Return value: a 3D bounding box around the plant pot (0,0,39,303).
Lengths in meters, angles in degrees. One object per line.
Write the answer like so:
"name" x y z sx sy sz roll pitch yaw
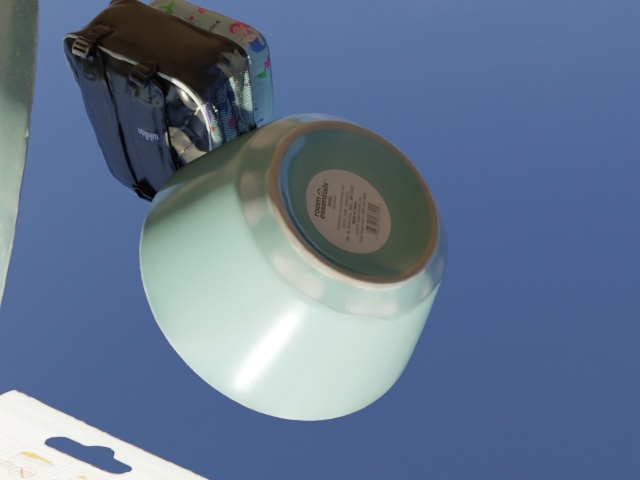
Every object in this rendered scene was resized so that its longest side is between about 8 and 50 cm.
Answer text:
"plant pot" -0.277 -0.051 0.558 0.196 0.293 0.293 8 -141 -26

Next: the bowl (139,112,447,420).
"bowl" 0.000 0.000 1.039 0.312 0.163 0.311 15 -126 -23

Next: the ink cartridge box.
"ink cartridge box" -0.364 0.243 1.189 0.385 0.308 0.091 -24 -129 24

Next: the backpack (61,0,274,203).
"backpack" -0.170 -0.153 1.276 0.225 0.253 0.191 25 -131 27
